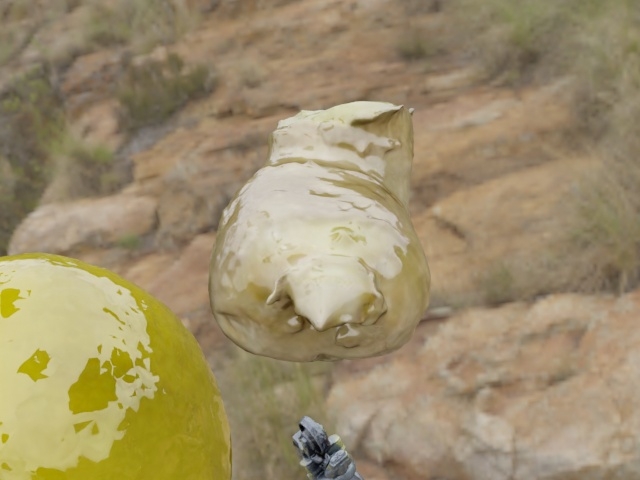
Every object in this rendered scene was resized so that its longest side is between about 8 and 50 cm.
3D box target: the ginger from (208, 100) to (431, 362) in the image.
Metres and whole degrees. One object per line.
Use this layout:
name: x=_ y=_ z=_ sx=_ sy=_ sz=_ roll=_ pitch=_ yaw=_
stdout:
ginger: x=0.000 y=0.000 z=0.820 sx=0.138 sy=0.152 sz=0.267 roll=9 pitch=36 yaw=-3

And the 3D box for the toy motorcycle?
toy motorcycle: x=0.016 y=0.295 z=1.602 sx=0.061 sy=0.193 sz=0.124 roll=-37 pitch=67 yaw=-17

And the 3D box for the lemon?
lemon: x=-0.238 y=0.179 z=1.085 sx=0.348 sy=0.348 sz=0.348 roll=-9 pitch=25 yaw=4
